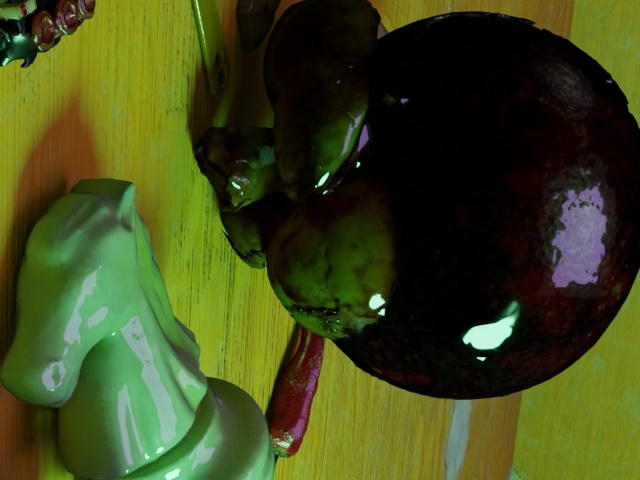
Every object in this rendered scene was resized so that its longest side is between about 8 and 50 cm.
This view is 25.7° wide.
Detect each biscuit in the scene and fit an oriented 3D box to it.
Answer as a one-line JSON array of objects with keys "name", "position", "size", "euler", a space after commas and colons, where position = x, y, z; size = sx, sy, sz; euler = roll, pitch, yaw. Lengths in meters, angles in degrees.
[{"name": "biscuit", "position": [-0.055, -0.248, 1.362], "size": [0.119, 0.019, 0.130], "euler": [-5, 106, -72]}]

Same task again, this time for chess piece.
[{"name": "chess piece", "position": [-0.156, 0.103, 1.091], "size": [0.176, 0.176, 0.298], "euler": [-63, 143, -41]}]

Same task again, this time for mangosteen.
[{"name": "mangosteen", "position": [0.104, -0.044, 1.361], "size": [0.381, 0.421, 0.381], "euler": [17, 90, -83]}]

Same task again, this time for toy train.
[{"name": "toy train", "position": [-0.168, -0.202, 0.992], "size": [0.249, 0.053, 0.085], "euler": [-55, 142, -51]}]

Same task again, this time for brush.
[{"name": "brush", "position": [-0.106, -0.233, 1.226], "size": [0.272, 0.013, 0.103], "euler": [82, 26, -47]}]

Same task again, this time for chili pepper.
[{"name": "chili pepper", "position": [-0.026, 0.177, 1.656], "size": [0.059, 0.050, 0.268], "euler": [43, 58, -51]}]

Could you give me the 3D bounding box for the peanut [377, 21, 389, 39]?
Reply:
[{"name": "peanut", "position": [0.047, -0.140, 1.593], "size": [0.233, 0.110, 0.196], "euler": [63, 39, -63]}]
